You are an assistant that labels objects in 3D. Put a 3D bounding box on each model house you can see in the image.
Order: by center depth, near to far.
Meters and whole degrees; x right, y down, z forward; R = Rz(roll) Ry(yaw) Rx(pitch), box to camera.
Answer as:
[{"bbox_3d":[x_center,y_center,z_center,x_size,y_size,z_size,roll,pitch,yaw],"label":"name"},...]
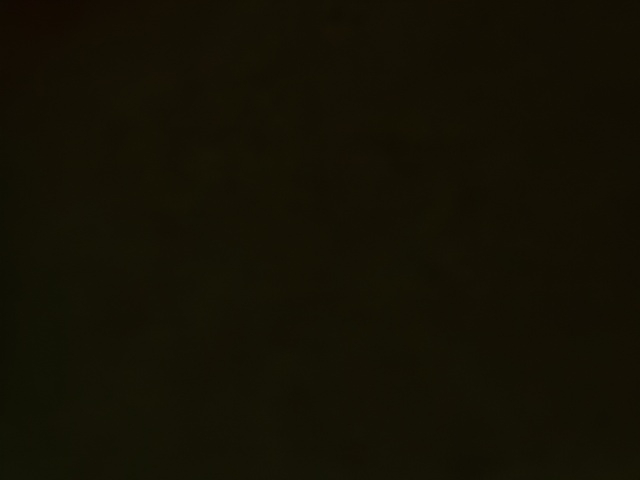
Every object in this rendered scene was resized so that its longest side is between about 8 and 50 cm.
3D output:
[{"bbox_3d":[0.000,0.000,0.427,0.214,0.195,0.189,-5,-6,-5],"label":"model house"}]
